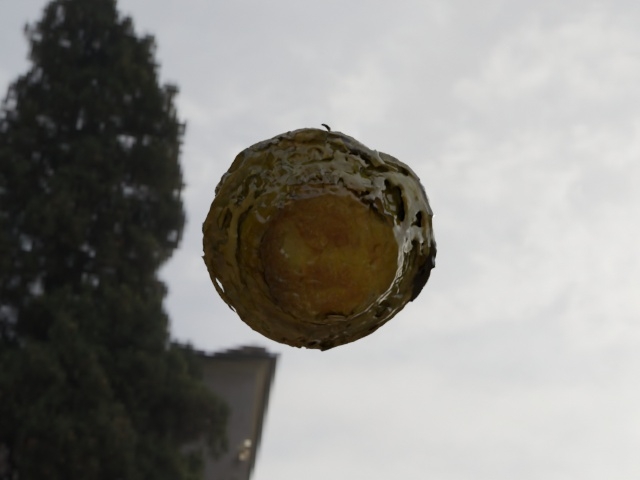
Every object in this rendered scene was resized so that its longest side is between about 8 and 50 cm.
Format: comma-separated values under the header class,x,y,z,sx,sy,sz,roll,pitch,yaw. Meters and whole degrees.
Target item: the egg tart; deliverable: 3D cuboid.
class,x,y,z,sx,sy,sz,roll,pitch,yaw
egg tart,0.000,0.000,0.790,0.130,0.052,0.130,-1,-76,-5
